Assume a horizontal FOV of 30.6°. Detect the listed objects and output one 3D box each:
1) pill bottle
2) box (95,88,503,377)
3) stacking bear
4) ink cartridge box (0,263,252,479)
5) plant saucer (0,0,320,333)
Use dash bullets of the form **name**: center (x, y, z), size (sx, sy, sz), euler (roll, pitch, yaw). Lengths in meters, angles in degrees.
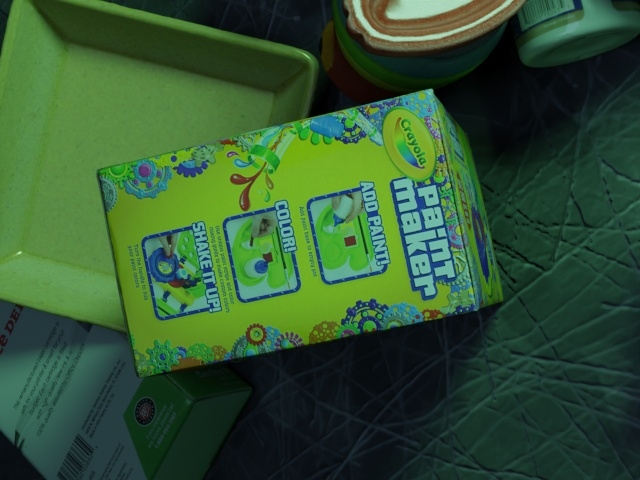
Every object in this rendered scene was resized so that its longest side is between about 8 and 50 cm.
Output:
- **pill bottle**: center (0.208, -0.258, 1.032), size (0.112, 0.112, 0.187), euler (-17, 83, 32)
- **box**: center (0.000, 0.000, 1.029), size (0.279, 0.290, 0.177), euler (-13, 85, 13)
- **stacking bear**: center (0.075, -0.200, 1.038), size (0.164, 0.289, 0.176), euler (-2, 79, -9)
- **ink cartridge box**: center (-0.250, 0.167, 1.334), size (0.289, 0.121, 0.211), euler (39, 111, 25)
- **plant saucer**: center (-0.190, -0.072, 1.249), size (0.332, 0.081, 0.333), euler (15, 96, 6)
